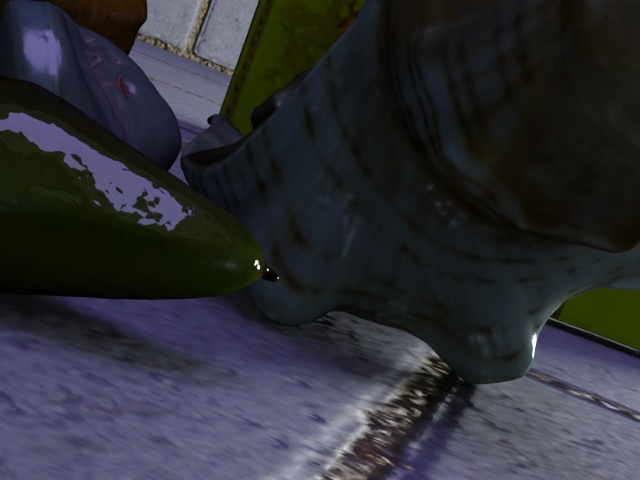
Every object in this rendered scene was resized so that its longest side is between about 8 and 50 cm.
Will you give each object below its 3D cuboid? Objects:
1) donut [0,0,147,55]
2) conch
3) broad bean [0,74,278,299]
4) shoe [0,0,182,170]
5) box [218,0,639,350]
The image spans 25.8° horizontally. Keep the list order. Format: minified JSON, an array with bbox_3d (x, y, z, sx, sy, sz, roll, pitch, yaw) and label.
[{"bbox_3d":[-0.204,-0.134,0.739,0.226,0.114,0.226,20,7,-2],"label":"donut"},{"bbox_3d":[0.050,-0.028,0.544,0.203,0.170,0.386,-21,-6,-29],"label":"conch"},{"bbox_3d":[-0.165,-0.041,0.389,0.325,0.067,0.075,18,-23,-4],"label":"broad bean"},{"bbox_3d":[-0.095,-0.056,0.581,0.078,0.079,0.195,5,6,-13],"label":"shoe"},{"bbox_3d":[0.116,-0.059,0.789,0.335,0.187,0.047,20,4,-6],"label":"box"}]
